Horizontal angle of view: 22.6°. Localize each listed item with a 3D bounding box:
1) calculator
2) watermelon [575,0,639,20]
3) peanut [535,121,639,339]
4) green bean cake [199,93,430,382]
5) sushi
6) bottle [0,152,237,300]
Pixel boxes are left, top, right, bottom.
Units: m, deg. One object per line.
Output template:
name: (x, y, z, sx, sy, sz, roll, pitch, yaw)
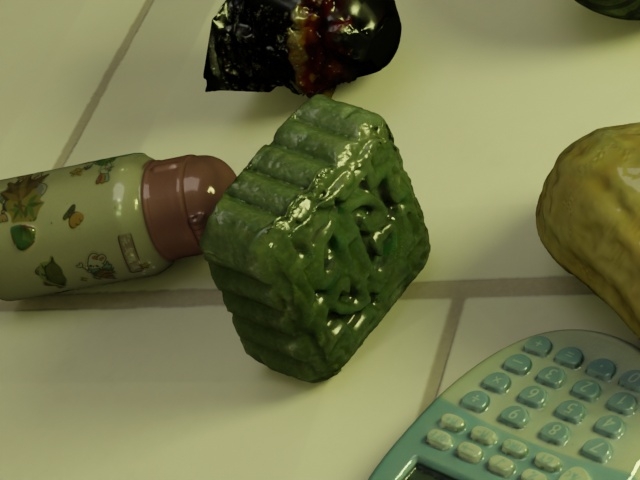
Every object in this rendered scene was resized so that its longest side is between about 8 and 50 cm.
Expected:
calculator: (0.133, 0.176, 1.158, 0.188, 0.042, 0.302, 20, 58, 40)
watermelon: (0.295, -0.310, 1.473, 0.212, 0.212, 0.212, -15, 41, 13)
peanut: (0.258, 0.000, 1.197, 0.143, 0.159, 0.291, -50, 38, 12)
green bean cake: (0.000, 0.000, 1.308, 0.094, 0.185, 0.183, 19, 56, 38)
sushi: (-0.003, -0.215, 1.559, 0.150, 0.172, 0.153, 24, 34, 19)
bottle: (-0.194, -0.019, 1.489, 0.253, 0.120, 0.120, -10, 42, 17)
